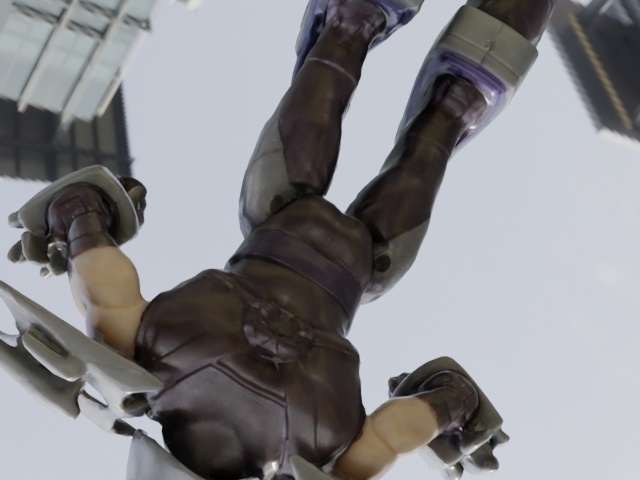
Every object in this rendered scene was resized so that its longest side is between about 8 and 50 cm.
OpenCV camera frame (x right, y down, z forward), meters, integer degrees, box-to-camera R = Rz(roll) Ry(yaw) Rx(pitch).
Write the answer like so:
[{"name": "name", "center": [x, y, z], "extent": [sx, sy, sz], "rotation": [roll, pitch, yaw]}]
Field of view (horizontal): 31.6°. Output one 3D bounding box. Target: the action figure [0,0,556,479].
[{"name": "action figure", "center": [0.000, 0.000, 0.399], "extent": [0.185, 0.099, 0.285], "rotation": [35, -119, -13]}]
